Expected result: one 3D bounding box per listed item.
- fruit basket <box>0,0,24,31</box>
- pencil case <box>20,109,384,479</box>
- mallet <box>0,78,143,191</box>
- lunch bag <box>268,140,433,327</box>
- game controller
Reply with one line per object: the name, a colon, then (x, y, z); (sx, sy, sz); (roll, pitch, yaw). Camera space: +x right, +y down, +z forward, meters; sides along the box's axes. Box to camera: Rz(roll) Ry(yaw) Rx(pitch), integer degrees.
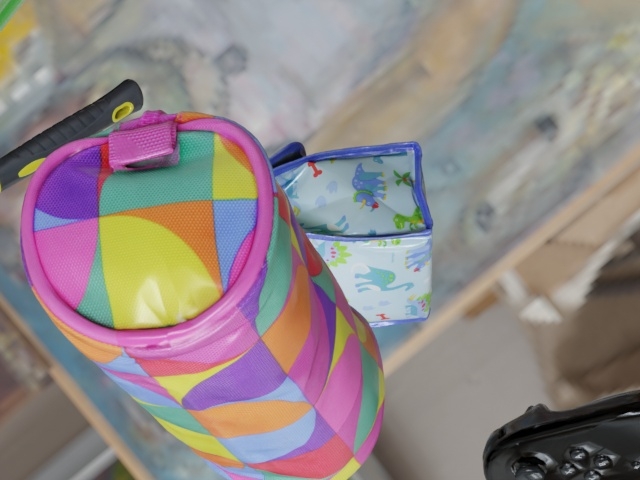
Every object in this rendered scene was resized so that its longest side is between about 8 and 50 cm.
fruit basket: (-0.294, -0.163, 1.148); (0.283, 0.392, 0.392); (45, -172, -17)
pencil case: (-0.038, 0.030, 0.764); (0.104, 0.104, 0.236); (53, 177, 22)
mallet: (-0.160, -0.018, 0.913); (0.039, 0.190, 0.062); (36, 139, 32)
lunch bag: (0.000, 0.000, 1.354); (0.129, 0.151, 0.096); (85, 177, -57)
game controller: (0.245, 0.219, 1.423); (0.319, 0.166, 0.067); (55, -144, -40)
